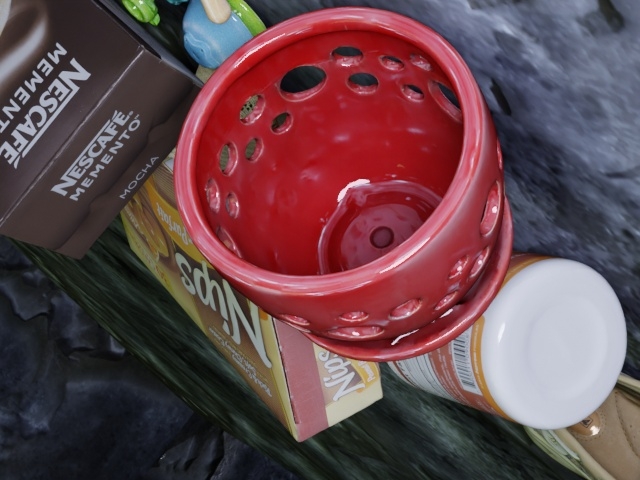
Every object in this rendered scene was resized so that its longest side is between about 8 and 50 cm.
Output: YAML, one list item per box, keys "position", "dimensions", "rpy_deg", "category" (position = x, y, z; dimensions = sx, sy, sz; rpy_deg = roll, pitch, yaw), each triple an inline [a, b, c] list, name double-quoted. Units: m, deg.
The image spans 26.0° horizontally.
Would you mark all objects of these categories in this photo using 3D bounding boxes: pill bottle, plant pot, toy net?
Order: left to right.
- position: [-0.096, -0.193, 0.932]
  dimensions: [0.122, 0.045, 0.232]
  rpy_deg: [40, 165, 14]
  category: "toy net"
- position: [0.025, -0.021, 0.870]
  dimensions: [0.191, 0.191, 0.174]
  rpy_deg: [30, 166, 28]
  category: "plant pot"
- position: [0.118, 0.063, 1.046]
  dimensions: [0.121, 0.121, 0.216]
  rpy_deg: [44, 165, -24]
  category: "pill bottle"

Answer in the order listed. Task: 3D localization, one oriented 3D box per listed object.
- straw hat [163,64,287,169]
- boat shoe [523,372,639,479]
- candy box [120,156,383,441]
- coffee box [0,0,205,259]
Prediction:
- position: [-0.065, -0.108, 1.066]
  dimensions: [0.144, 0.144, 0.061]
  rpy_deg: [29, 125, 32]
  category: "straw hat"
- position: [0.255, 0.168, 1.072]
  dimensions: [0.285, 0.104, 0.089]
  rpy_deg: [27, 165, 40]
  category: "boat shoe"
- position: [-0.076, -0.002, 1.141]
  dimensions: [0.316, 0.087, 0.183]
  rpy_deg: [42, 152, 45]
  category: "candy box"
- position: [-0.244, -0.147, 1.035]
  dimensions: [0.297, 0.168, 0.119]
  rpy_deg: [43, -174, 23]
  category: "coffee box"
